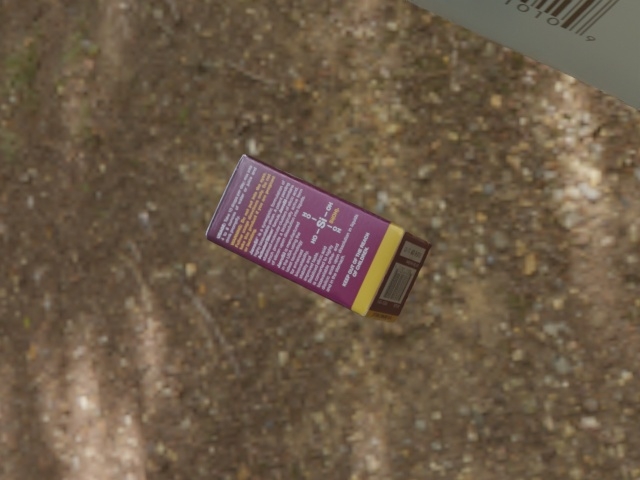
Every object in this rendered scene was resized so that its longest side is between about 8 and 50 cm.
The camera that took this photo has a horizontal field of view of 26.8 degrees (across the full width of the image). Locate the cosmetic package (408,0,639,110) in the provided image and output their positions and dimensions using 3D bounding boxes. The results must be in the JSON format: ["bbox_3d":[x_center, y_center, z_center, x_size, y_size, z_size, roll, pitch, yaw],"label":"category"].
[{"bbox_3d":[0.128,-0.270,0.491,0.156,0.217,0.385,134,159,-76],"label":"cosmetic package"}]

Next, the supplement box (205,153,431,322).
[{"bbox_3d":[0.000,0.000,0.598,0.083,0.055,0.043,25,92,17],"label":"supplement box"}]
